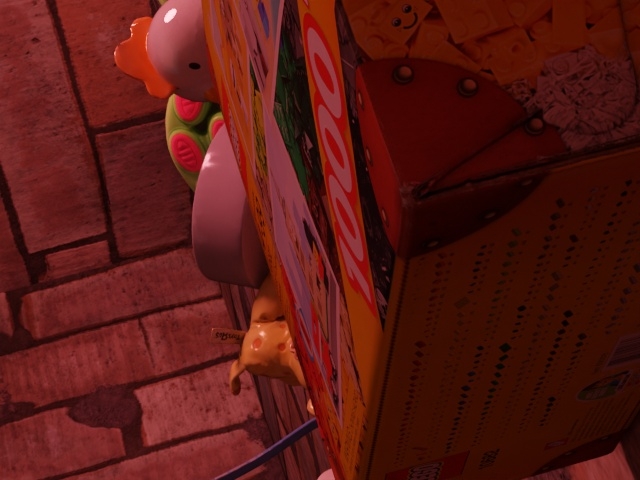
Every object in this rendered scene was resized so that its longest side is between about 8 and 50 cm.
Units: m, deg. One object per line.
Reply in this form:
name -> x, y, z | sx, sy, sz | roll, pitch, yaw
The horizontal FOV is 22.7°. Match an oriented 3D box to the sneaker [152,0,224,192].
sneaker -> -0.140, -0.280, 2.207 | 0.202, 0.185, 0.483 | -60, -39, -75

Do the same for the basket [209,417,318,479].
basket -> -0.006, 0.384, 2.079 | 0.289, 0.254, 0.201 | 47, 158, 34

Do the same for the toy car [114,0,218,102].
toy car -> -0.082, -0.182, 1.580 | 0.219, 0.237, 0.210 | 90, 163, -63

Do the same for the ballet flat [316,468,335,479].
ballet flat -> 0.112, 0.434, 1.839 | 0.139, 0.139, 0.400 | 99, 151, -71

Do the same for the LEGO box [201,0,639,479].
LEGO box -> 0.062, -0.097, 0.891 | 0.500, 0.193, 0.373 | 93, 161, -65

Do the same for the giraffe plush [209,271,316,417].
giraffe plush -> -0.007, 0.135, 2.012 | 0.170, 0.210, 0.181 | 20, 115, 39

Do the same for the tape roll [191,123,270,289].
tape roll -> -0.089, -0.049, 2.064 | 0.219, 0.072, 0.219 | 11, -90, -71
